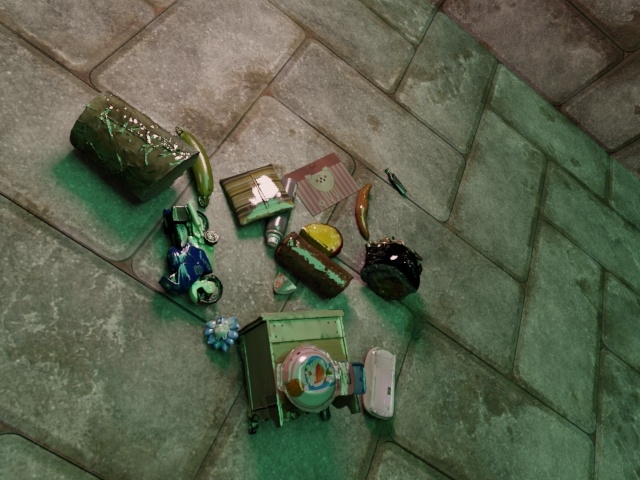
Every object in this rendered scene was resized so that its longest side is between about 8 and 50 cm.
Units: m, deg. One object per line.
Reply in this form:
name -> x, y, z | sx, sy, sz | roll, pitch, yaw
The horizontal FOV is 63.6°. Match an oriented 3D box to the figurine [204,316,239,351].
figurine -> -0.299, 0.290, 1.580 | 0.115, 0.079, 0.114 | 1, 62, -2

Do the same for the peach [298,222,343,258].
peach -> -0.002, 0.005, 1.904 | 0.172, 0.092, 0.127 | 17, 52, -10

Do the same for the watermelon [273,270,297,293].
watermelon -> -0.116, 0.147, 1.776 | 0.085, 0.061, 0.085 | 10, 59, -16

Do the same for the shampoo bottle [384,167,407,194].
shampoo bottle -> 0.331, -0.263, 2.285 | 0.137, 0.027, 0.048 | 53, 38, 3

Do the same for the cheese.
cheese -> 0.007, 0.382, 1.440 | 0.286, 0.074, 0.188 | 10, 66, -28

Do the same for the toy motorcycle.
toy motorcycle -> -0.418, 0.047, 1.615 | 0.197, 0.125, 0.330 | -5, 72, -34

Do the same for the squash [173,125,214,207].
squash -> -0.427, -0.267, 1.802 | 0.318, 0.080, 0.071 | 68, 16, 13

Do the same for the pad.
pad -> 0.014, -0.234, 2.092 | 0.300, 0.005, 0.202 | -31, 84, -38

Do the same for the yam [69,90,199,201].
yam -> -0.586, -0.291, 1.619 | 0.348, 0.241, 0.241 | 37, 52, -4

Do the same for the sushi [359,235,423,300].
sushi -> 0.283, 0.090, 1.958 | 0.218, 0.225, 0.238 | -56, 132, -47

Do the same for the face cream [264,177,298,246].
face cream -> -0.145, -0.103, 1.884 | 0.073, 0.073, 0.283 | 25, 55, -18

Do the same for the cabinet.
cabinet -> -0.073, 0.396, 1.573 | 0.290, 0.227, 0.317 | 1, 68, -32

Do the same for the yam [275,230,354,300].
yam -> -0.026, 0.093, 1.824 | 0.280, 0.131, 0.131 | 38, 52, -8

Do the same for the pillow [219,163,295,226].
pillow -> -0.227, -0.168, 1.844 | 0.208, 0.052, 0.212 | -22, 66, -17

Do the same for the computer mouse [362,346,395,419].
computer mouse -> 0.206, 0.494, 1.793 | 0.126, 0.056, 0.245 | 20, 56, -22

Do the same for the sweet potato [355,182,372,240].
sweet potato -> 0.173, -0.128, 2.102 | 0.078, 0.058, 0.255 | 27, 56, -42
